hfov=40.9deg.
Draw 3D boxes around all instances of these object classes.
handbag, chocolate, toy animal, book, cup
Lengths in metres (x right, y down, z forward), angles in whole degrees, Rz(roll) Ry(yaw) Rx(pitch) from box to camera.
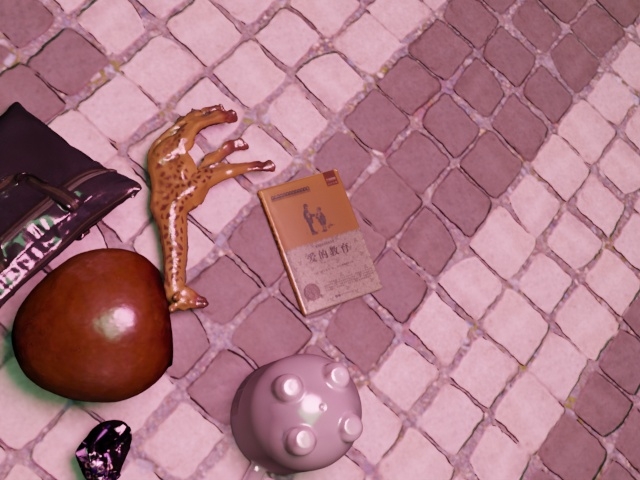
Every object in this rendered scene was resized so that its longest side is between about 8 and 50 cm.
[{"bbox_3d":[-0.351,-0.030,0.929,0.211,0.089,0.254,31,60,20],"label":"handbag"},{"bbox_3d":[-0.233,0.270,0.926,0.070,0.072,0.147,-18,69,17],"label":"chocolate"},{"bbox_3d":[-0.157,-0.049,1.045,0.149,0.054,0.276,30,64,-13],"label":"toy animal"},{"bbox_3d":[-0.245,0.092,0.917,0.176,0.177,0.177,6,73,-19],"label":"chocolate"},{"bbox_3d":[0.000,0.000,1.111,0.118,0.012,0.172,-18,81,-25],"label":"book"},{"bbox_3d":[-0.037,0.204,0.967,0.173,0.142,0.134,-27,86,-24],"label":"cup"}]
